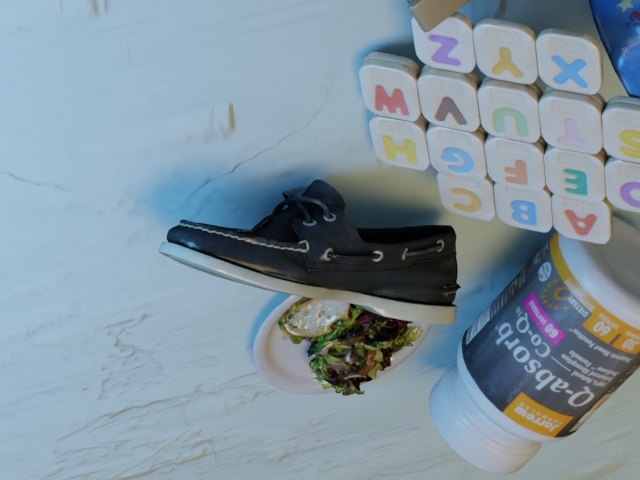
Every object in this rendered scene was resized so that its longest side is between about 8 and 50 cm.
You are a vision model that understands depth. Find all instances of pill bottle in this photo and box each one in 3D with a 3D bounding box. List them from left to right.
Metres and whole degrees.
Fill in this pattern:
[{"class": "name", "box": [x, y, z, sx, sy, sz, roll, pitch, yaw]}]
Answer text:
[{"class": "pill bottle", "box": [0.245, 0.113, 2.005, 0.162, 0.162, 0.278, 13, 129, -35]}]

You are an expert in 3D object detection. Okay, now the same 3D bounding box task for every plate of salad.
[{"class": "plate of salad", "box": [0.028, 0.104, 1.983, 0.200, 0.048, 0.200, -13, 140, -12]}]

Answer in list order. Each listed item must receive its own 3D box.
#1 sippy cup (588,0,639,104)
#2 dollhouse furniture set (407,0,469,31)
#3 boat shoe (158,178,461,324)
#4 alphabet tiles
[{"class": "sippy cup", "box": [0.362, -0.211, 1.657, 0.224, 0.305, 0.240, -24, 179, 19]}, {"class": "dollhouse furniture set", "box": [0.119, -0.265, 1.538, 0.161, 0.101, 0.182, -37, 140, 1]}, {"class": "boat shoe", "box": [0.003, 0.001, 1.811, 0.340, 0.127, 0.113, 13, 93, -31]}, {"class": "alphabet tiles", "box": [0.174, -0.096, 1.710, 0.284, 0.021, 0.278, 12, 145, 19]}]
